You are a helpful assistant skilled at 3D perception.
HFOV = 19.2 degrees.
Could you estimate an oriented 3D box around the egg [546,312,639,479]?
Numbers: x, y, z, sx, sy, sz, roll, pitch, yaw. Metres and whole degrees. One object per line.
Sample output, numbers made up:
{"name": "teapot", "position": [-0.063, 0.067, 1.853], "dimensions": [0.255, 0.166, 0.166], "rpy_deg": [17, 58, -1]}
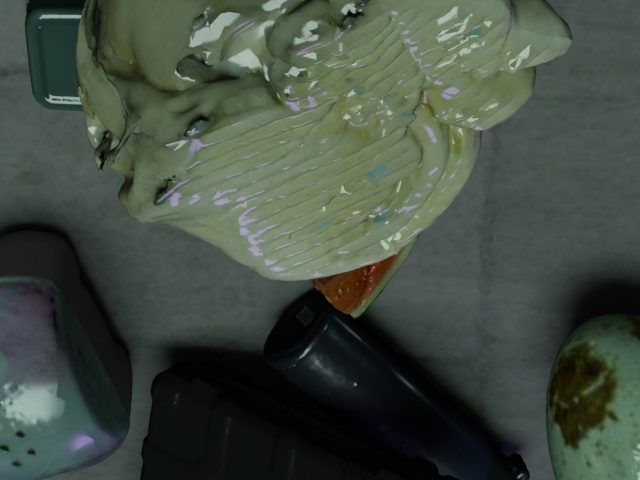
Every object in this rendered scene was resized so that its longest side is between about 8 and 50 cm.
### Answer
{"name": "egg", "position": [0.252, 0.153, 1.407], "dimensions": [0.169, 0.169, 0.231], "rpy_deg": [-25, 114, 23]}

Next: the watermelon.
{"name": "watermelon", "position": [0.000, 0.000, 1.365], "dimensions": [0.135, 0.094, 0.125], "rpy_deg": [24, 133, -8]}

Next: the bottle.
{"name": "bottle", "position": [0.061, 0.140, 1.477], "dimensions": [0.244, 0.072, 0.082], "rpy_deg": [41, 100, -23]}

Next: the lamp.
{"name": "lamp", "position": [-0.306, 0.145, 1.424], "dimensions": [0.301, 0.247, 0.247], "rpy_deg": [-17, 127, 9]}

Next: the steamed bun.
{"name": "steamed bun", "position": [-0.017, -0.128, 1.213], "dimensions": [0.280, 0.207, 0.268], "rpy_deg": [16, 126, -45]}

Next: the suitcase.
{"name": "suitcase", "position": [-0.022, 0.229, 1.443], "dimensions": [0.286, 0.066, 0.206], "rpy_deg": [22, 110, 33]}

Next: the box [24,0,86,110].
{"name": "box", "position": [-0.143, -0.130, 1.319], "dimensions": [0.126, 0.031, 0.091], "rpy_deg": [3, 127, 2]}
